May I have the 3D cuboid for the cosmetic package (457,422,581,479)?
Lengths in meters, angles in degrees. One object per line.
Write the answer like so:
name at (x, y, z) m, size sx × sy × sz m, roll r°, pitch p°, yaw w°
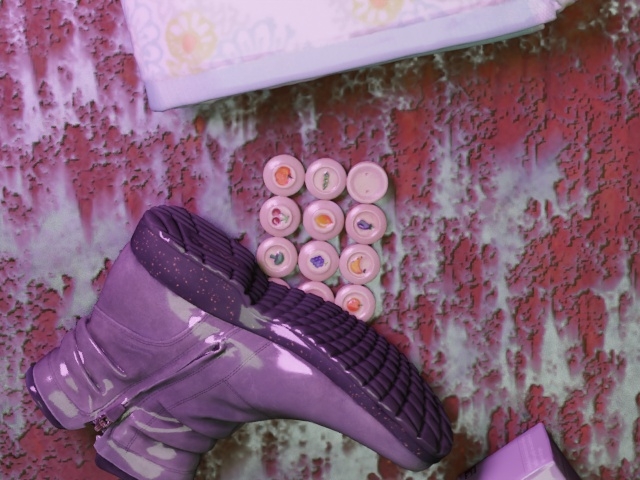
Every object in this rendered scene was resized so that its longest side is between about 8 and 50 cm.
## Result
cosmetic package at (0.223, 0.290, 1.486) m, size 0.107 × 0.127 × 0.238 m, roll -32°, pitch 99°, yaw 7°

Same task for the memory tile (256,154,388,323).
memory tile at (0.000, 0.000, 1.500) m, size 0.113 × 0.012 × 0.148 m, roll 6°, pitch 100°, yaw 1°

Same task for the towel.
towel at (0.005, -0.296, 1.404) m, size 0.374 × 0.090 × 0.320 m, roll -13°, pitch 98°, yaw 0°

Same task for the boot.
boot at (-0.070, 0.143, 1.485) m, size 0.338 × 0.118 × 0.222 m, roll 36°, pitch 109°, yaw 5°
